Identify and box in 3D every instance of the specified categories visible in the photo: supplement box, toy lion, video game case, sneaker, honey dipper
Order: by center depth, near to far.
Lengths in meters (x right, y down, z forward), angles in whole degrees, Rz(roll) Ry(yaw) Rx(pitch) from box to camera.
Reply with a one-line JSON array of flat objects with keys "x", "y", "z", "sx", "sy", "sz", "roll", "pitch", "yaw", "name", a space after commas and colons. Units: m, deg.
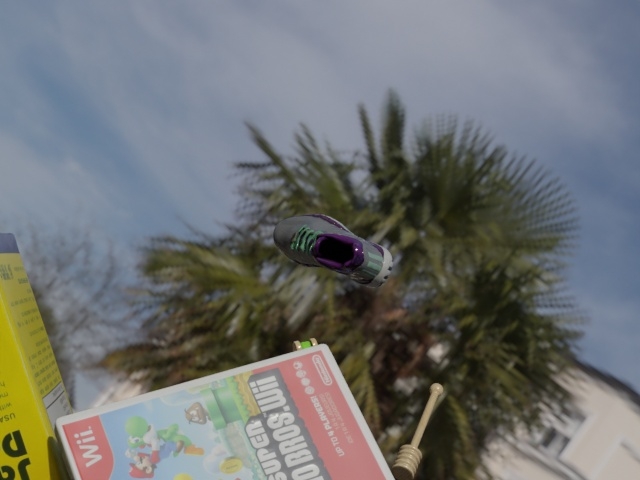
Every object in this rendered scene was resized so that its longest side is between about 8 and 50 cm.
[{"x": -0.082, "y": 0.218, "z": 1.123, "sx": 0.204, "sy": 0.285, "sz": 0.025, "roll": 62, "pitch": -27, "yaw": 29, "name": "video game case"}, {"x": -0.362, "y": 0.186, "z": 1.214, "sx": 0.194, "sy": 0.195, "sz": 0.357, "roll": 169, "pitch": -97, "yaw": -85, "name": "supplement box"}, {"x": 0.128, "y": 0.238, "z": 1.527, "sx": 0.030, "sy": 0.161, "sz": 0.030, "roll": 13, "pitch": -48, "yaw": 15, "name": "honey dipper"}, {"x": -0.015, "y": 0.200, "z": 1.668, "sx": 0.096, "sy": 0.034, "sz": 0.100, "roll": 107, "pitch": -32, "yaw": -53, "name": "toy lion"}, {"x": 0.000, "y": 0.000, "z": 1.748, "sx": 0.223, "sy": 0.083, "sz": 0.098, "roll": 18, "pitch": -5, "yaw": 40, "name": "sneaker"}]
